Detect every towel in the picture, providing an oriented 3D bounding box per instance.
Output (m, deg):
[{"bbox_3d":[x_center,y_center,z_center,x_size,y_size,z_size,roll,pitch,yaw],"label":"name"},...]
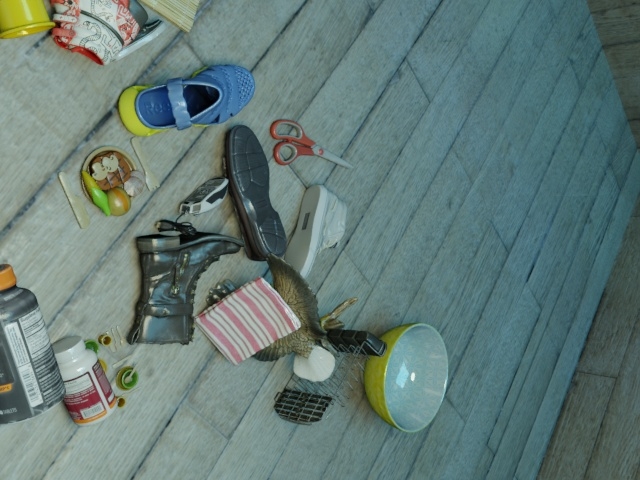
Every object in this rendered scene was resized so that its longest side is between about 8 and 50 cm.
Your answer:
[{"bbox_3d":[-0.157,0.174,1.520,0.144,0.197,0.029,51,21,-17],"label":"towel"}]

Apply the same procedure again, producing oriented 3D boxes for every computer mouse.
[{"bbox_3d":[-0.249,-0.067,1.484,0.193,0.106,0.042,-49,127,-42],"label":"computer mouse"}]

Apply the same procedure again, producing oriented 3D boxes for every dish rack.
[{"bbox_3d":[0.014,0.324,1.708,0.074,0.208,0.271,48,60,-26],"label":"dish rack"}]

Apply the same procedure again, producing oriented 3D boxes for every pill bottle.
[{"bbox_3d":[-0.435,0.253,1.306,0.086,0.086,0.152,-34,116,-40],"label":"pill bottle"},{"bbox_3d":[-0.516,0.165,1.182,0.130,0.130,0.246,-26,110,-43],"label":"pill bottle"}]

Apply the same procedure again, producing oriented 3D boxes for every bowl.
[{"bbox_3d":[0.201,0.358,1.937,0.289,0.156,0.290,-2,93,-47],"label":"bowl"}]

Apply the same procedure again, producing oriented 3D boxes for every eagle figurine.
[{"bbox_3d":[-0.083,0.170,1.612,0.298,0.225,0.226,32,79,-54],"label":"eagle figurine"}]

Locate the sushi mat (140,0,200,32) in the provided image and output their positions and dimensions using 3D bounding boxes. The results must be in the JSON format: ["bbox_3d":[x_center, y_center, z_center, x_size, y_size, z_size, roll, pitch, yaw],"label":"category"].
[{"bbox_3d":[-0.352,-0.549,1.401,0.316,0.019,0.151,26,72,-44],"label":"sushi mat"}]

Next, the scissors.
[{"bbox_3d":[-0.011,-0.234,1.777,0.297,0.021,0.109,-2,91,-45],"label":"scissors"}]

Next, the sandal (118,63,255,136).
[{"bbox_3d":[-0.240,-0.284,1.451,0.317,0.138,0.126,-32,113,-43],"label":"sandal"}]

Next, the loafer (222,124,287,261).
[{"bbox_3d":[-0.164,-0.097,1.575,0.109,0.095,0.303,-16,90,-48],"label":"loafer"}]

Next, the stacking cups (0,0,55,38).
[{"bbox_3d":[-0.531,-0.497,1.173,0.096,0.096,0.316,-27,107,-43],"label":"stacking cups"}]

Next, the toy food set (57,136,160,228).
[{"bbox_3d":[-0.391,-0.114,1.367,0.192,0.038,0.132,-38,119,-39],"label":"toy food set"}]

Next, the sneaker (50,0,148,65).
[{"bbox_3d":[-0.445,-0.429,1.255,0.270,0.090,0.145,40,77,-30],"label":"sneaker"}]

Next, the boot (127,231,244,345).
[{"bbox_3d":[-0.275,0.100,1.477,0.263,0.091,0.229,-4,97,-38],"label":"boot"}]

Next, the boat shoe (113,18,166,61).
[{"bbox_3d":[-0.355,-0.395,1.385,0.142,0.049,0.040,-47,123,-32],"label":"boat shoe"}]

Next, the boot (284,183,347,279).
[{"bbox_3d":[0.000,0.000,1.746,0.123,0.095,0.258,29,70,-37],"label":"boot"}]

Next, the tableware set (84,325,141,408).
[{"bbox_3d":[-0.401,0.249,1.386,0.104,0.024,0.154,-29,113,-42],"label":"tableware set"}]
